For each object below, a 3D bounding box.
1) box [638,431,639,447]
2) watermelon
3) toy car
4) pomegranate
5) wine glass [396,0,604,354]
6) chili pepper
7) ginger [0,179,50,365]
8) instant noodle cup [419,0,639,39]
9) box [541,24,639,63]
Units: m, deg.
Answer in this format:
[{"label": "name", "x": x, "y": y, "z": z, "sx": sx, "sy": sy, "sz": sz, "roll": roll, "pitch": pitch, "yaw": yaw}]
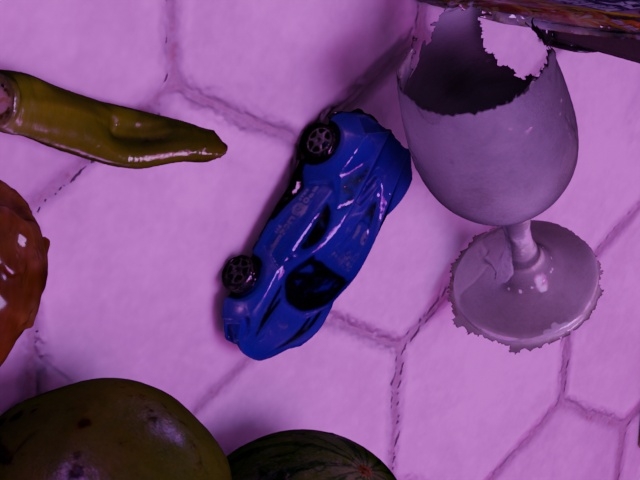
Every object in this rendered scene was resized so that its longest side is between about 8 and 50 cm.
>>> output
[{"label": "box", "x": 0.402, "y": 0.160, "z": 1.680, "sx": 0.089, "sy": 0.022, "sz": 0.156, "roll": -23, "pitch": 124, "yaw": -37}, {"label": "watermelon", "x": -0.026, "y": 0.255, "z": 1.175, "sx": 0.188, "sy": 0.188, "sz": 0.215, "roll": 13, "pitch": 124, "yaw": -48}, {"label": "toy car", "x": 0.000, "y": 0.000, "z": 1.164, "sx": 0.103, "sy": 0.063, "sz": 0.216, "roll": 35, "pitch": 82, "yaw": -49}, {"label": "pomegranate", "x": -0.150, "y": 0.188, "z": 1.028, "sx": 0.248, "sy": 0.202, "sz": 0.202, "roll": -5, "pitch": 115, "yaw": -74}, {"label": "wine glass", "x": 0.148, "y": -0.045, "z": 1.193, "sx": 0.143, "sy": 0.143, "sz": 0.321, "roll": -47, "pitch": 148, "yaw": -19}, {"label": "chili pepper", "x": -0.150, "y": -0.077, "z": 0.983, "sx": 0.201, "sy": 0.052, "sz": 0.050, "roll": 11, "pitch": 130, "yaw": -49}, {"label": "ginger", "x": -0.329, "y": 0.061, "z": 0.798, "sx": 0.357, "sy": 0.152, "sz": 0.274, "roll": 9, "pitch": 122, "yaw": -50}, {"label": "instant noodle cup", "x": 0.190, "y": -0.300, "z": 1.052, "sx": 0.340, "sy": 0.339, "sz": 0.266, "roll": 8, "pitch": 91, "yaw": -47}, {"label": "box", "x": 0.346, "y": -0.261, "z": 1.327, "sx": 0.252, "sy": 0.153, "sz": 0.188, "roll": -11, "pitch": 115, "yaw": -41}]
